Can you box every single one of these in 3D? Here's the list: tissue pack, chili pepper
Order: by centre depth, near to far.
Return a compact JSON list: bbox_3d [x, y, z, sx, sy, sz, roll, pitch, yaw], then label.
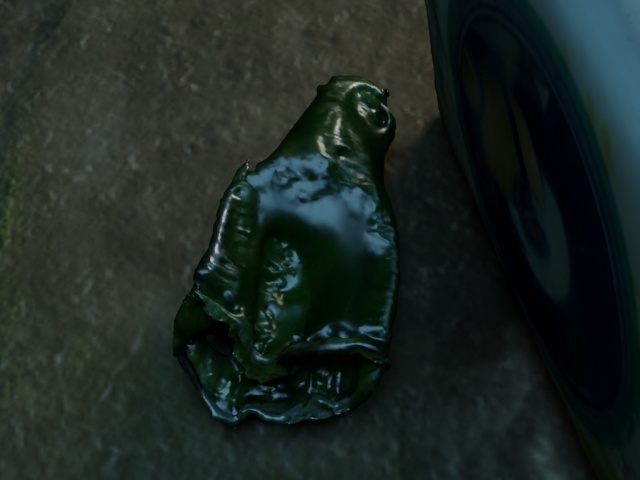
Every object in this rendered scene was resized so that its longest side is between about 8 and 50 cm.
[{"bbox_3d":[0.165,-0.008,0.434,0.162,0.287,0.388,-18,60,-1],"label":"tissue pack"},{"bbox_3d":[0.000,-0.001,0.566,0.108,0.062,0.216,17,62,4],"label":"chili pepper"}]
